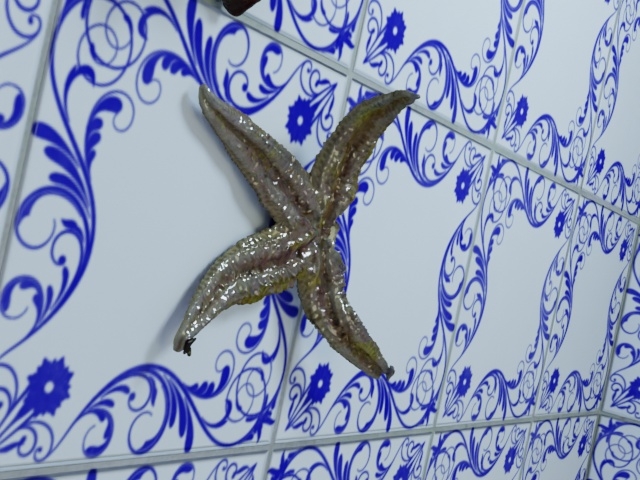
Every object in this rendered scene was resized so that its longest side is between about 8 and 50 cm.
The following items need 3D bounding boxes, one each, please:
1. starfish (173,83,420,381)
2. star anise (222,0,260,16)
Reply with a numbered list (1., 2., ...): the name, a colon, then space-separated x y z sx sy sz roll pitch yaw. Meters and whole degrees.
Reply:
1. starfish: -0.007 -0.007 1.194 0.383 0.132 0.398 -1 114 -50
2. star anise: -0.049 -0.361 1.023 0.212 0.129 0.283 72 34 -47
